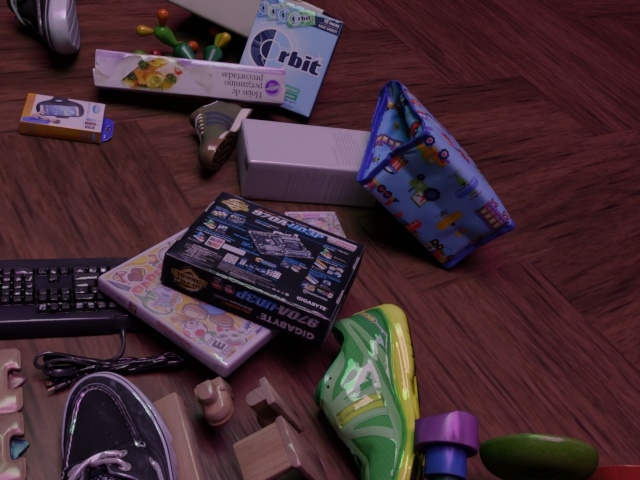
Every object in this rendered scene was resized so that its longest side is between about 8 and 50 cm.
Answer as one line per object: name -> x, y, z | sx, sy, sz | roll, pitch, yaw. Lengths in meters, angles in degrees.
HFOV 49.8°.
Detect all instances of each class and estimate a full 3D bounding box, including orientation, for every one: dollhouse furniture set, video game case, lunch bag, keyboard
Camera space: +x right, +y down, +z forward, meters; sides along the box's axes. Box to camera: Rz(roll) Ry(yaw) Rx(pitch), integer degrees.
dollhouse furniture set -> -0.093, 0.235, 0.761 | 0.151, 0.123, 0.144 | -28, 52, 1
video game case -> 0.000, 0.000, 1.065 | 0.087, 0.011, 0.122 | -1, 45, -23
lunch bag -> 0.185, -0.138, 1.142 | 0.221, 0.138, 0.293 | 42, 29, -23
video game case -> -0.131, 0.057, 0.897 | 0.206, 0.026, 0.227 | 30, 37, 19
keyboard -> -0.246, 0.090, 0.856 | 0.317, 0.033, 0.201 | -1, 45, -22

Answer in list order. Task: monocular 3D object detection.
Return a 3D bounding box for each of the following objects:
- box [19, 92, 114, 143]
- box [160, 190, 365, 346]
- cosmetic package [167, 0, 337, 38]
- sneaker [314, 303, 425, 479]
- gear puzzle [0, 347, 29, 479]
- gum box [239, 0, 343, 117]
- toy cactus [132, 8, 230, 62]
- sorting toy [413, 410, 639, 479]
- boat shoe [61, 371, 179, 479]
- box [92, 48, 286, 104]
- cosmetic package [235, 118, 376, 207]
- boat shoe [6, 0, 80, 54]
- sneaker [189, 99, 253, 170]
box -> -0.402, -0.195, 1.104 | 0.136, 0.028, 0.081 | 4, 43, -15
box -> -0.068, 0.029, 0.895 | 0.220, 0.051, 0.175 | 21, 34, 6
cosmetic package -> -0.135, -0.464, 1.397 | 0.310, 0.113, 0.160 | 25, 13, 6
sneaker -> 0.057, 0.211, 0.811 | 0.124, 0.109, 0.295 | -8, 46, 9
gear puzzle -> -0.457, 0.203, 0.647 | 0.339, 0.044, 0.175 | -5, 48, -22
gum box -> -0.061, -0.342, 1.287 | 0.157, 0.184, 0.041 | 21, 7, 1
toy cactus -> -0.236, -0.344, 1.290 | 0.180, 0.112, 0.219 | 49, 38, 16
sorting toy -> 0.256, 0.292, 0.746 | 0.366, 0.127, 0.126 | 22, 56, -21
boat shoe -> -0.191, 0.240, 0.642 | 0.108, 0.102, 0.301 | -21, 54, -5
box -> -0.224, -0.281, 1.203 | 0.324, 0.063, 0.067 | 3, 7, -12
cosmetic package -> -0.019, -0.127, 1.141 | 0.231, 0.085, 0.117 | 3, 44, -16
boat shoe -> -0.510, -0.429, 1.267 | 0.119, 0.121, 0.335 | -7, 36, -17
sneaker -> -0.183, -0.182, 1.152 | 0.086, 0.064, 0.192 | 21, 35, 3
